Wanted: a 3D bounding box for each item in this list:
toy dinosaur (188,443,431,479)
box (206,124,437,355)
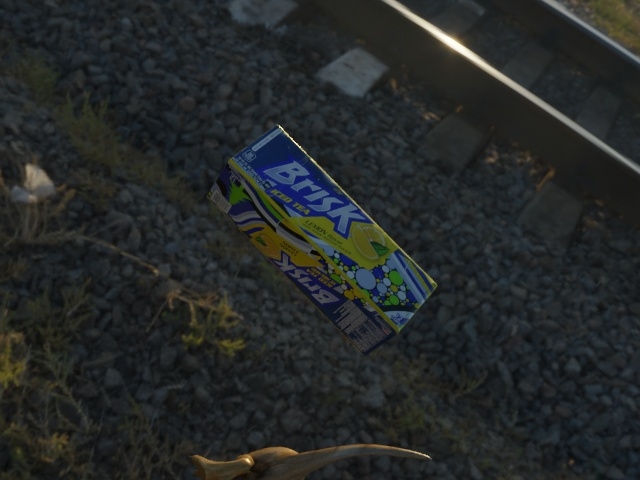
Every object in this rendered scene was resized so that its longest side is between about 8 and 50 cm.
[{"bbox_3d":[-0.031,0.169,0.554,0.112,0.211,0.064,-10,70,-33],"label":"toy dinosaur"},{"bbox_3d":[0.000,0.000,0.556,0.169,0.054,0.059,46,52,1],"label":"box"}]
